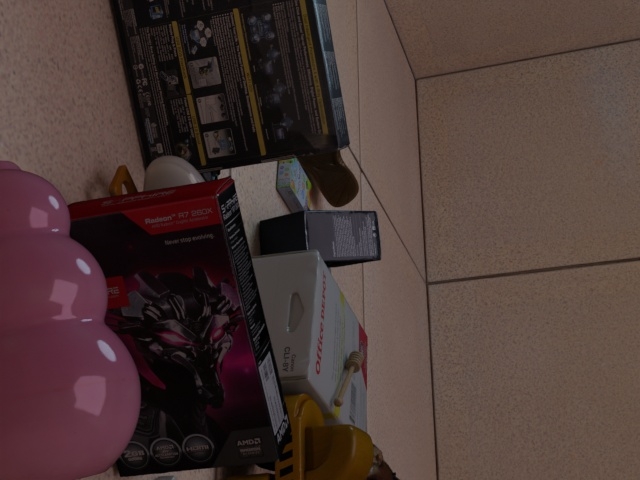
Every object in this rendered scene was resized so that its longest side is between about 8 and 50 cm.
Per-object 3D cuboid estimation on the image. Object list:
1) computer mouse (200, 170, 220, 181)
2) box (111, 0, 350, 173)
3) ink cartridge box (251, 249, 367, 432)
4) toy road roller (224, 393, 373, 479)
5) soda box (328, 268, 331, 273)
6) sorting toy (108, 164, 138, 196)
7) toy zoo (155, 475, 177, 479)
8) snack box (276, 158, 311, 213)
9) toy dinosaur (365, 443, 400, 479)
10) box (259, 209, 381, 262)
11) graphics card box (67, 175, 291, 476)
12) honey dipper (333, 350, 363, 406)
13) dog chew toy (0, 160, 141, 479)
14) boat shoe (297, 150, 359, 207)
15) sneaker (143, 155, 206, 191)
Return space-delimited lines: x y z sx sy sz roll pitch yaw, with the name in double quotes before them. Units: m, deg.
"computer mouse" -0.216 -0.209 1.622 0.184 0.060 0.262 -84 171 -52
"box" -0.146 -0.308 1.433 0.097 0.318 0.394 -37 117 -72
"ink cartridge box" -0.029 0.233 1.861 0.384 0.161 0.279 62 27 -52
"toy road roller" -0.034 0.428 1.602 0.202 0.241 0.329 46 39 -64
"soda box" -0.026 0.069 2.097 0.092 0.084 0.263 -22 104 -74
"sorting toy" -0.254 0.052 1.382 0.196 0.047 0.347 -73 151 -64
"toy zoo" -0.222 0.470 1.311 0.293 0.030 0.192 -65 144 -62
"snack box" -0.059 -0.125 2.156 0.141 0.037 0.100 59 27 -54
"toy dinosaur" 0.061 0.515 1.773 0.200 0.127 0.295 35 66 -37
"box" 0.000 0.000 1.943 0.207 0.153 0.108 0 83 -43
"graphics card box" -0.190 0.119 1.224 0.094 0.233 0.370 -62 143 -71
"honey dipper" 0.053 0.267 1.787 0.160 0.031 0.030 -63 142 -59
"dog chew toy" -0.302 0.082 0.944 0.206 0.207 0.331 22 53 -72
"boat shoe" -0.009 -0.231 2.292 0.123 0.123 0.342 56 -2 46
"sneaker" -0.191 0.027 1.317 0.123 0.106 0.290 -66 146 -72
